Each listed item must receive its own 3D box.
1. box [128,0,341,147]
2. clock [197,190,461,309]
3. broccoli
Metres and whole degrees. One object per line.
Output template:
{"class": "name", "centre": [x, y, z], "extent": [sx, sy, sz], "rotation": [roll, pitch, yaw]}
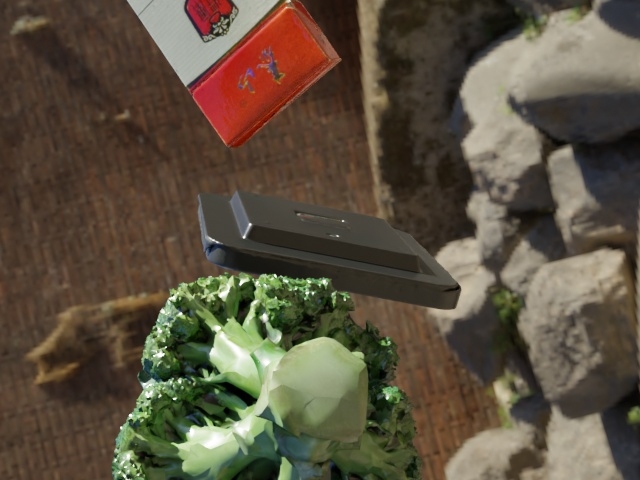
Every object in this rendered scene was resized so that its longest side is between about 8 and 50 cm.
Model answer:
{"class": "box", "centre": [-0.101, -0.223, 1.032], "extent": [0.245, 0.139, 0.035], "rotation": [57, -155, 8]}
{"class": "clock", "centre": [0.000, -0.001, 1.248], "extent": [0.273, 0.279, 0.049], "rotation": [-124, 46, -73]}
{"class": "broccoli", "centre": [-0.037, 0.142, 0.851], "extent": [0.270, 0.270, 0.270], "rotation": [124, 134, -65]}
